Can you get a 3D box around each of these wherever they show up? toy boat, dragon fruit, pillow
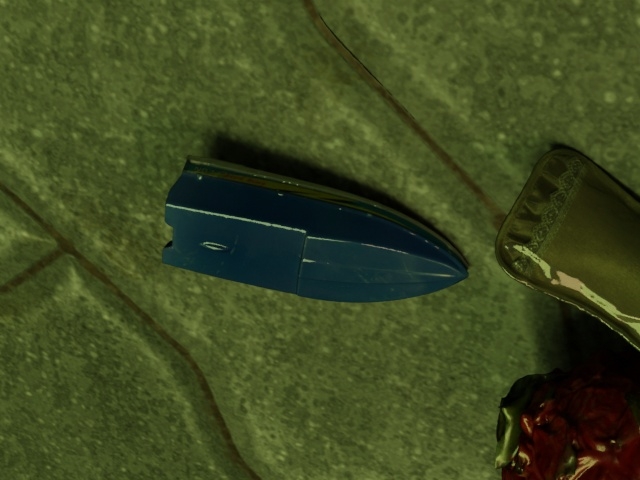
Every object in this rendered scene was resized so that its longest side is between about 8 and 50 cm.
[{"bbox_3d":[0.000,0.000,1.396,0.295,0.088,0.129,12,137,3],"label":"toy boat"},{"bbox_3d":[0.294,0.215,1.334,0.244,0.244,0.299,-12,149,37],"label":"dragon fruit"},{"bbox_3d":[0.260,0.020,1.240,0.217,0.130,0.033,33,166,-6],"label":"pillow"}]
